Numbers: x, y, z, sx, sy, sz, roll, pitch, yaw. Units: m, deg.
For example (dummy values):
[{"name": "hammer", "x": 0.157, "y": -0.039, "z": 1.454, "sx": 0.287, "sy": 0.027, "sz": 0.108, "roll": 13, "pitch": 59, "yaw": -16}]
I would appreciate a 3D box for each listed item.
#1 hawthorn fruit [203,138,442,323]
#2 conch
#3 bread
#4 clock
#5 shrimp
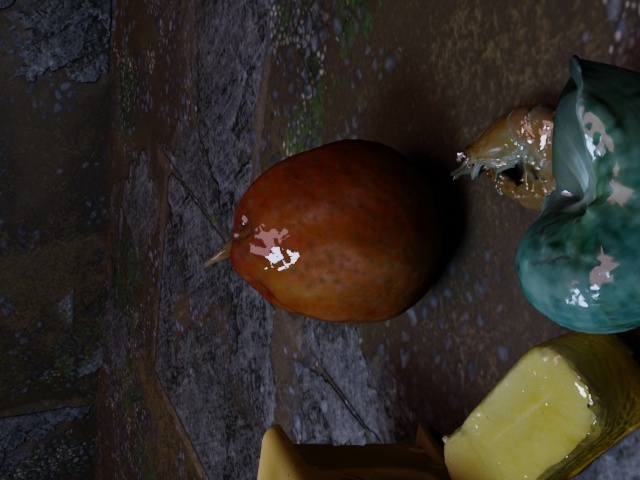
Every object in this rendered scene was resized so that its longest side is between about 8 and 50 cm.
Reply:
[{"name": "hawthorn fruit", "x": 0.000, "y": 0.000, "z": 1.004, "sx": 0.210, "sy": 0.262, "sz": 0.210, "roll": 168, "pitch": 90, "yaw": -81}, {"name": "conch", "x": 0.230, "y": -0.016, "z": 0.697, "sx": 0.196, "sy": 0.134, "sz": 0.202, "roll": -76, "pitch": -1, "yaw": -51}, {"name": "bread", "x": 0.203, "y": 0.167, "z": 0.822, "sx": 0.102, "sy": 0.094, "sz": 0.245, "roll": 59, "pitch": 145, "yaw": 27}, {"name": "clock", "x": 0.061, "y": 0.323, "z": 0.919, "sx": 0.317, "sy": 0.244, "sz": 0.200, "roll": -156, "pitch": 67, "yaw": -75}, {"name": "shrimp", "x": 0.187, "y": -0.076, "z": 0.879, "sx": 0.180, "sy": 0.041, "sz": 0.099, "roll": -10, "pitch": 100, "yaw": 62}]
